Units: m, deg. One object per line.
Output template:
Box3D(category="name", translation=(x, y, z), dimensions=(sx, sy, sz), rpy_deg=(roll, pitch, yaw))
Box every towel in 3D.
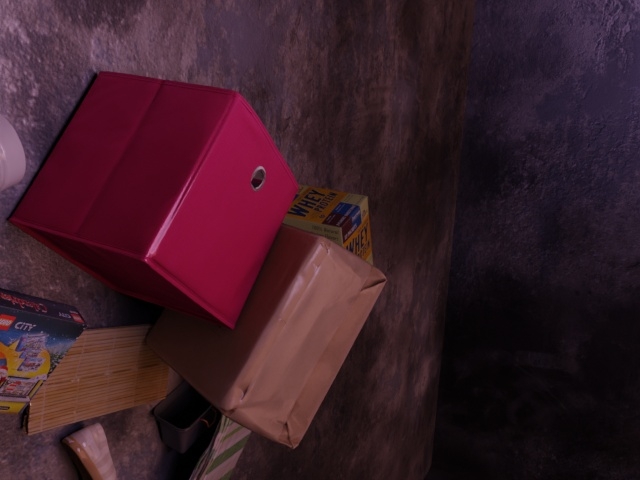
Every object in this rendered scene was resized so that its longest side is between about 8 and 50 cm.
Box3D(category="towel", translation=(-0.212, 0.454, 1.321), dimensions=(0.325, 0.038, 0.248), rpy_deg=(-66, 167, 1))

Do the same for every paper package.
Box3D(category="paper package", translation=(-0.100, 0.124, 1.066), dimensions=(0.168, 0.325, 0.309), rpy_deg=(37, 78, -34))

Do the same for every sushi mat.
Box3D(category="sushi mat", translation=(-0.355, 0.218, 1.068), dimensions=(0.316, 0.019, 0.151), rpy_deg=(7, 95, -64))

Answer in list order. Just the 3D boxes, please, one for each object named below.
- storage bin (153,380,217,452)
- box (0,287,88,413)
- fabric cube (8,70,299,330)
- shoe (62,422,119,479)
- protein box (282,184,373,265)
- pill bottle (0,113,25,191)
Box3D(category="storage bin", translation=(-0.253, 0.349, 1.257), dimensions=(0.135, 0.098, 0.091), rpy_deg=(-41, 147, -50))
Box3D(category="box", translation=(-0.425, 0.131, 0.773), dimensions=(0.159, 0.044, 0.233), rpy_deg=(-52, 147, 4))
Box3D(category="fabric cube", translation=(-0.224, -0.057, 0.936), dimensions=(0.258, 0.259, 0.254), rpy_deg=(-66, 153, -20))
Box3D(category="shoe", translation=(-0.363, 0.395, 1.067), dimensions=(0.058, 0.076, 0.219), rpy_deg=(-42, 135, -42))
Box3D(category="protein box", translation=(0.000, 0.000, 1.464), dimensions=(0.136, 0.200, 0.201), rpy_deg=(-49, 142, -44))
Box3D(category="pill bottle", translation=(-0.434, -0.070, 0.675), dimensions=(0.208, 0.119, 0.119), rpy_deg=(-41, 136, -50))
